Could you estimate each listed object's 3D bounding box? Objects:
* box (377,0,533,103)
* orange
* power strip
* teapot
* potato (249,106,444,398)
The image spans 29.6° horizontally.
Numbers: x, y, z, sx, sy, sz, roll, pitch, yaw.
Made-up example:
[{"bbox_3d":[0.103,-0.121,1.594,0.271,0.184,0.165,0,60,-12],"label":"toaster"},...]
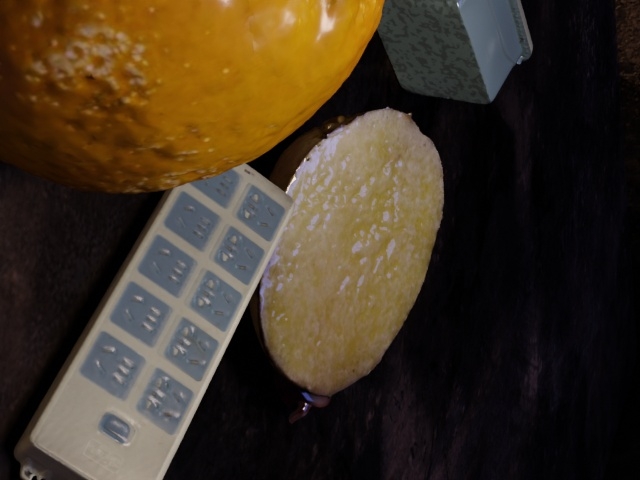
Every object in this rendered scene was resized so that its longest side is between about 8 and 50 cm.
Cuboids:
[{"bbox_3d":[0.158,-0.278,1.498,0.130,0.162,0.227,-63,147,-23],"label":"box"},{"bbox_3d":[-0.107,-0.198,0.742,0.340,0.293,0.341,0,90,-66],"label":"orange"},{"bbox_3d":[-0.125,0.066,0.975,0.106,0.043,0.367,35,50,-13],"label":"power strip"},{"bbox_3d":[-0.022,0.147,1.274,0.068,0.045,0.100,42,34,-34],"label":"teapot"},{"bbox_3d":[0.000,0.000,1.226,0.239,0.116,0.299,37,71,-49],"label":"potato"}]
